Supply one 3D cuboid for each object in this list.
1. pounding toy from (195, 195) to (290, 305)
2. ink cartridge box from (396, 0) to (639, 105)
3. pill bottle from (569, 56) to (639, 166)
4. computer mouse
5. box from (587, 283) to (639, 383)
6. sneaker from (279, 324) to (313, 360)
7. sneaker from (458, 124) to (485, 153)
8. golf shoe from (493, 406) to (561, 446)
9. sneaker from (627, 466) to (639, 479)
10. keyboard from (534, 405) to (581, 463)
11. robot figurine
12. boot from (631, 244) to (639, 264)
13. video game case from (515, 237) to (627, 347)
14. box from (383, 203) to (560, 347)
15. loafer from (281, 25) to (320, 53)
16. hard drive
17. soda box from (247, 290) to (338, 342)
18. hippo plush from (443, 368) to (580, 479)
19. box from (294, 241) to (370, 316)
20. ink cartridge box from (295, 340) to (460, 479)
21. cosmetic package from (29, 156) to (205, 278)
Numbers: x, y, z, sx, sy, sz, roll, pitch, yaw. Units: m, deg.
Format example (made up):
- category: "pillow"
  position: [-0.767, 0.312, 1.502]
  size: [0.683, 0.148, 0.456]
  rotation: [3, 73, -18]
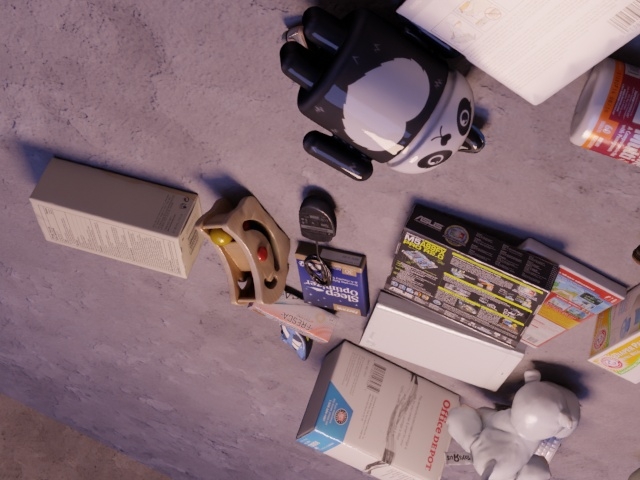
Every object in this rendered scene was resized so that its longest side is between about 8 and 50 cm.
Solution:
- category: "pounding toy"
  position: [-0.160, 0.038, 1.943]
  size: [0.155, 0.154, 0.269]
  rotation: [-3, 142, 34]
- category: "ink cartridge box"
  position: [0.264, -0.303, 1.244]
  size: [0.239, 0.060, 0.275]
  rotation: [31, 149, -15]
- category: "pill bottle"
  position: [0.448, -0.148, 1.319]
  size: [0.221, 0.121, 0.121]
  rotation: [20, 149, 2]
- category: "computer mouse"
  position: [0.000, 0.000, 1.879]
  size: [0.071, 0.041, 0.242]
  rotation: [12, 142, 12]
- category: "box"
  position: [0.562, 0.151, 1.732]
  size: [0.103, 0.114, 0.203]
  rotation: [26, 150, -8]
- category: "sneaker"
  position: [-0.054, 0.213, 2.260]
  size: [0.059, 0.053, 0.144]
  rotation: [7, 138, 21]
- category: "sneaker"
  position: [0.156, -0.149, 1.532]
  size: [0.188, 0.078, 0.067]
  rotation: [8, 147, 19]
- category: "golf shoe"
  position: [0.453, 0.433, 2.296]
  size: [0.176, 0.069, 0.086]
  rotation: [24, 155, -3]
- category: "sneaker"
  position: [0.724, 0.468, 2.124]
  size: [0.178, 0.124, 0.295]
  rotation: [29, 141, -24]
- category: "keyboard"
  position: [0.489, 0.445, 2.232]
  size: [0.072, 0.014, 0.256]
  rotation: [19, 124, 0]
- category: "robot figurine"
  position: [0.079, -0.206, 1.393]
  size: [0.278, 0.173, 0.209]
  rotation: [31, 148, -16]
- category: "boot"
  position: [0.593, 0.007, 1.551]
  size: [0.219, 0.082, 0.106]
  rotation: [11, 127, 24]
- category: "video game case"
  position: [0.387, 0.103, 1.847]
  size: [0.204, 0.025, 0.285]
  rotation: [27, 149, -10]
- category: "box"
  position: [0.260, 0.067, 1.795]
  size: [0.270, 0.060, 0.216]
  rotation: [24, 147, 8]
- category: "loafer"
  position: [-0.004, -0.263, 1.485]
  size: [0.039, 0.045, 0.125]
  rotation: [-20, 129, 39]
- category: "hard drive"
  position: [0.245, 0.212, 2.092]
  size: [0.307, 0.040, 0.203]
  rotation: [19, 149, 2]
- category: "soda box"
  position: [-0.058, 0.152, 2.143]
  size: [0.183, 0.063, 0.058]
  rotation: [26, 166, -11]
- category: "hippo plush"
  position: [0.399, 0.367, 2.093]
  size: [0.294, 0.236, 0.234]
  rotation: [12, -152, -48]
- category: "box"
  position: [0.028, 0.090, 2.032]
  size: [0.136, 0.036, 0.225]
  rotation: [12, 150, 14]
- category: "ink cartridge box"
  position: [0.132, 0.399, 2.274]
  size: [0.307, 0.223, 0.129]
  rotation: [27, 150, -10]
- category: "cosmetic package"
  position: [-0.394, -0.043, 1.996]
  size: [0.309, 0.113, 0.160]
  rotation: [16, 149, 9]
